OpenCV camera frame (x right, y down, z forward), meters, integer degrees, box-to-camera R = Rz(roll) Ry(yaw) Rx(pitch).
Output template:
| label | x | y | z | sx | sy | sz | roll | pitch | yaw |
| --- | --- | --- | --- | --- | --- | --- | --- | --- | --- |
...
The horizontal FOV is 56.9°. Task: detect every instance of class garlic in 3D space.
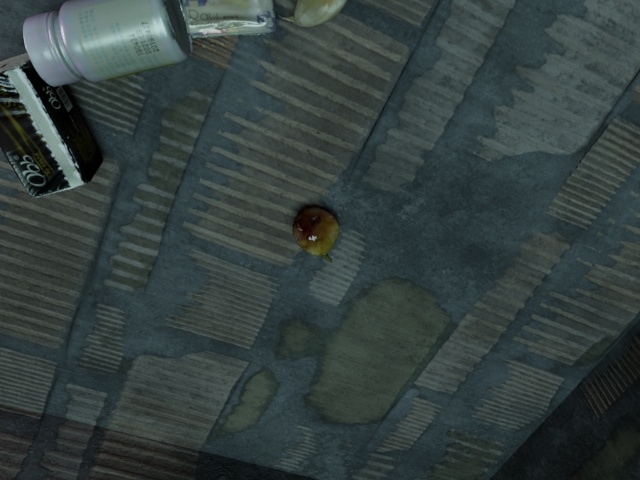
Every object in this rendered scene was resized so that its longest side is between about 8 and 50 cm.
| label | x | y | z | sx | sy | sz | roll | pitch | yaw |
| --- | --- | --- | --- | --- | --- | --- | --- | --- | --- |
| garlic | -0.002 | -0.662 | 1.545 | 0.164 | 0.145 | 0.245 | 9 | 142 | -17 |

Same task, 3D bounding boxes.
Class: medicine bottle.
| label | x | y | z | sx | sy | sz | roll | pitch | yaw |
| --- | --- | --- | --- | --- | --- | --- | --- | --- | --- |
| medicine bottle | -0.550 | -0.537 | 1.548 | 0.379 | 0.213 | 0.213 | -11 | 122 | 4 |

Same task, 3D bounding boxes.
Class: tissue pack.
| label | x | y | z | sx | sy | sz | roll | pitch | yaw |
| --- | --- | --- | --- | --- | --- | --- | --- | --- | --- |
| tissue pack | -0.791 | -0.334 | 1.663 | 0.198 | 0.210 | 0.369 | -12 | 121 | 8 |
| tissue pack | -0.243 | -0.702 | 1.507 | 0.243 | 0.125 | 0.343 | -4 | 129 | -1 |

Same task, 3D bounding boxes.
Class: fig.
| label | x | y | z | sx | sy | sz | roll | pitch | yaw |
| --- | --- | --- | --- | --- | --- | --- | --- | --- | --- |
| fig | 0.000 | 0.000 | 1.986 | 0.159 | 0.159 | 0.257 | -16 | 141 | 6 |
